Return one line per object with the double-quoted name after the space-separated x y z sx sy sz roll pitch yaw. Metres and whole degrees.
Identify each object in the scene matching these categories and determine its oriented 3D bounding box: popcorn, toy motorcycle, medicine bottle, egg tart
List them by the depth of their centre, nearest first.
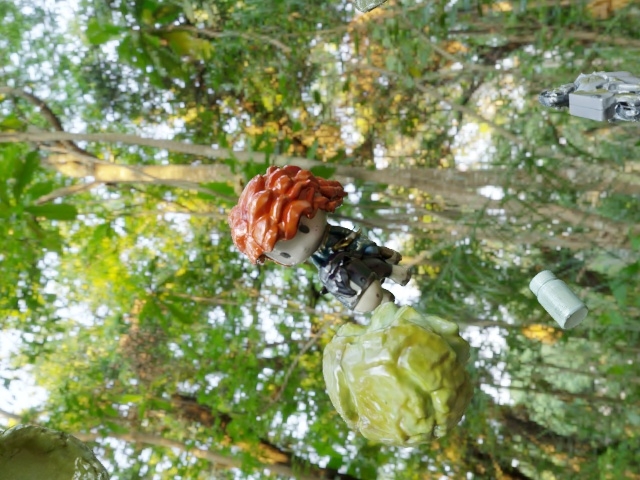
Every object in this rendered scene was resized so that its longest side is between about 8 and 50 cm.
-0.341 0.302 0.889 0.197 0.197 0.078 -19 -42 -62 "egg tart"
0.108 0.195 1.074 0.183 0.221 0.204 -37 -63 -39 "popcorn"
0.345 0.085 1.100 0.083 0.047 0.047 56 179 41 "medicine bottle"
0.503 -0.252 1.310 0.152 0.225 0.073 -26 -62 -28 "toy motorcycle"

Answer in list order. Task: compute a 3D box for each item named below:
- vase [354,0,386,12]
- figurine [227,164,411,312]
-0.011 -0.544 1.154 0.241 0.302 0.329 -115 37 -68 "vase"
0.006 0.009 1.648 0.241 0.412 0.306 -52 -4 36 "figurine"
